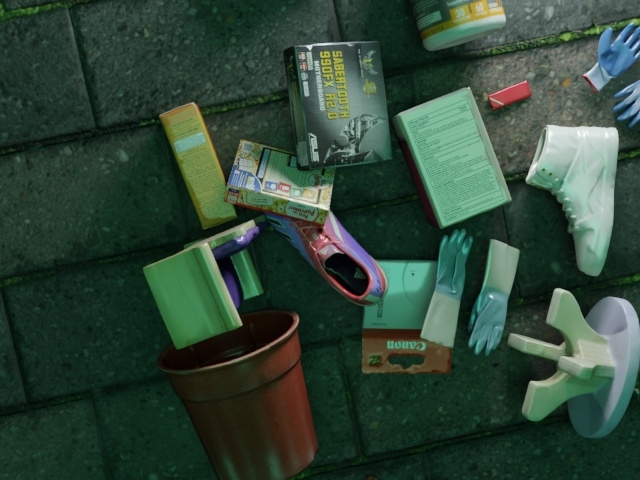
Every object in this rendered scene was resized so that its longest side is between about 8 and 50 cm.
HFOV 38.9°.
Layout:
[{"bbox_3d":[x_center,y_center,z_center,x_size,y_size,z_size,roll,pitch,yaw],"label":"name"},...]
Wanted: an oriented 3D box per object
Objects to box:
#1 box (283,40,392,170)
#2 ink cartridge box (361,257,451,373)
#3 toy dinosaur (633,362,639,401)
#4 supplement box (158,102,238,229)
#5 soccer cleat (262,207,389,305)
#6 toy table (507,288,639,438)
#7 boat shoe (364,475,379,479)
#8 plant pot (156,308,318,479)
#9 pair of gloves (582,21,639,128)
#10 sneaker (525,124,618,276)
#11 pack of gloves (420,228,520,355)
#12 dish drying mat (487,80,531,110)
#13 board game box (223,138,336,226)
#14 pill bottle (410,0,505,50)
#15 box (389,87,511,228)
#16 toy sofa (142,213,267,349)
[{"bbox_3d":[0.034,-0.255,1.716,0.183,0.056,0.231,-8,95,-25],"label":"box"},{"bbox_3d":[0.177,0.152,1.789,0.189,0.066,0.232,1,90,-3],"label":"ink cartridge box"},{"bbox_3d":[0.664,0.260,1.819,0.118,0.064,0.268,37,88,2],"label":"toy dinosaur"},{"bbox_3d":[-0.230,-0.141,1.734,0.080,0.078,0.233,-22,94,-1],"label":"supplement box"},{"bbox_3d":[0.000,0.000,1.713,0.318,0.116,0.108,45,98,10],"label":"soccer cleat"},{"bbox_3d":[0.486,0.233,1.728,0.161,0.252,0.274,12,83,-19],"label":"toy table"},{"bbox_3d":[0.163,0.521,1.810,0.178,0.064,0.060,18,95,-2],"label":"boat shoe"},{"bbox_3d":[-0.133,0.302,1.693,0.272,0.272,0.265,-17,103,-1],"label":"plant pot"},{"bbox_3d":[0.613,-0.328,1.790,0.198,0.023,0.159,45,89,-6],"label":"pair of gloves"},{"bbox_3d":[0.478,-0.081,1.766,0.169,0.108,0.292,5,84,-2],"label":"sneaker"},{"bbox_3d":[0.282,0.101,1.760,0.195,0.046,0.232,20,78,-28],"label":"pack of gloves"},{"bbox_3d":[0.373,-0.285,1.787,0.083,0.008,0.032,-21,94,-1],"label":"dish drying mat"},{"bbox_3d":[-0.073,-0.111,1.712,0.194,0.146,0.045,14,133,-3],"label":"board game box"},{"bbox_3d":[0.233,-0.508,1.687,0.162,0.162,0.278,-17,95,-1],"label":"pill bottle"},{"bbox_3d":[0.245,-0.156,1.731,0.149,0.127,0.232,-21,95,-1],"label":"box"},{"bbox_3d":[-0.170,0.063,1.611,0.177,0.362,0.150,-21,95,4],"label":"toy sofa"}]
